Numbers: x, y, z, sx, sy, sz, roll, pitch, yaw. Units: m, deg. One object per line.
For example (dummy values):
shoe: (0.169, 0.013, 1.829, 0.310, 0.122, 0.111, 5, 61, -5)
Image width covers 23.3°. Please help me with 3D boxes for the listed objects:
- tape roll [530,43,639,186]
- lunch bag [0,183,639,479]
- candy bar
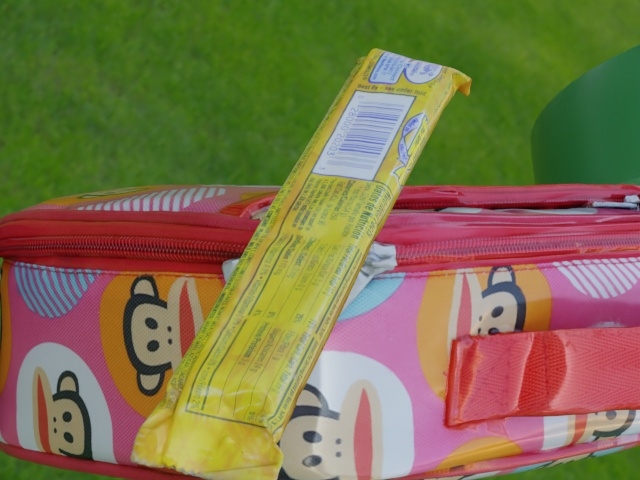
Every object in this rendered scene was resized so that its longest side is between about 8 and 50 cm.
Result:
tape roll: (0.288, -0.045, 0.919, 0.321, 0.321, 0.077, 16, 63, -46)
lunch bag: (0.038, 0.037, 0.628, 0.293, 0.258, 0.120, -2, 92, -44)
candy bar: (0.000, 0.000, 0.431, 0.018, 0.040, 0.161, 75, 34, -45)
